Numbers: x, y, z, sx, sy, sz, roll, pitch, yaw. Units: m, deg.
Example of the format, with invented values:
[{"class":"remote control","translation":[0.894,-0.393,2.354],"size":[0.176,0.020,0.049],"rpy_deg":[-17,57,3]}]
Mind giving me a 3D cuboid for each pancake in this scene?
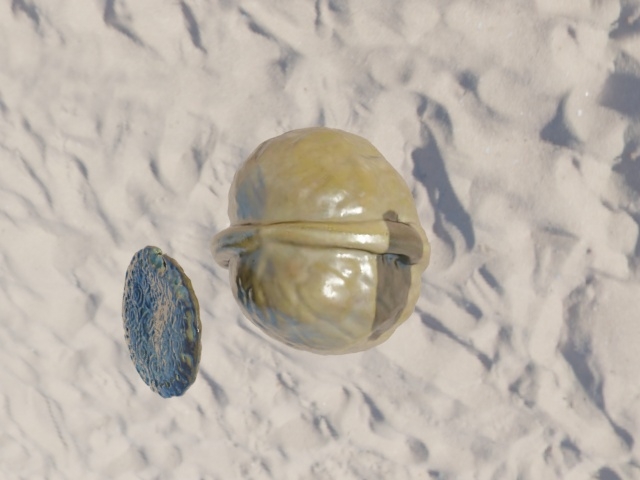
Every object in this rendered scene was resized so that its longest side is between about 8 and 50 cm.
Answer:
[{"class":"pancake","translation":[-0.198,0.100,0.939],"size":[0.199,0.021,0.199],"rpy_deg":[10,103,49]}]

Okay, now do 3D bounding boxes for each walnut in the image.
[{"class":"walnut","translation":[0.000,0.000,0.988],"size":[0.285,0.285,0.296],"rpy_deg":[-3,83,25]}]
